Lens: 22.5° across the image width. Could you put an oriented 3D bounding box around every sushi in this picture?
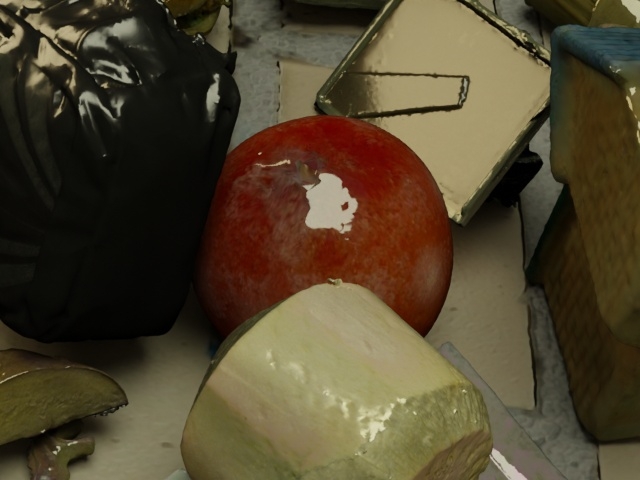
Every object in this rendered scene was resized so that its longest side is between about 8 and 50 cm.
[{"bbox_3d":[0.197,-0.087,1.783,0.056,0.084,0.083,-7,55,-19],"label":"sushi"}]

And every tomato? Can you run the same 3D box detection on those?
[{"bbox_3d":[0.000,0.000,1.574,0.265,0.265,0.265,6,52,-8],"label":"tomato"}]

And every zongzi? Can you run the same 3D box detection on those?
[{"bbox_3d":[0.406,-0.294,1.982,0.228,0.115,0.256,44,46,16],"label":"zongzi"}]

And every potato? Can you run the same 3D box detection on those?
[{"bbox_3d":[-0.277,0.128,1.491,0.172,0.089,0.100,-18,24,-21],"label":"potato"}]

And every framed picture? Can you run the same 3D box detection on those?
[{"bbox_3d":[0.127,-0.164,1.736,0.019,0.209,0.281,29,12,-48],"label":"framed picture"}]

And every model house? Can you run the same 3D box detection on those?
[{"bbox_3d":[0.385,-0.032,1.595,0.335,0.382,0.342,-1,55,-14],"label":"model house"}]

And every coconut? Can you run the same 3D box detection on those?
[{"bbox_3d":[0.004,0.159,1.389,0.244,0.239,0.239,38,55,26],"label":"coconut"}]

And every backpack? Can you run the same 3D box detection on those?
[{"bbox_3d":[-0.261,-0.122,1.554,0.255,0.363,0.445,-10,44,-40],"label":"backpack"}]

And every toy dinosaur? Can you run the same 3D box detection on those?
[{"bbox_3d":[-0.305,0.254,1.443,0.251,0.072,0.200,-25,51,-14],"label":"toy dinosaur"}]

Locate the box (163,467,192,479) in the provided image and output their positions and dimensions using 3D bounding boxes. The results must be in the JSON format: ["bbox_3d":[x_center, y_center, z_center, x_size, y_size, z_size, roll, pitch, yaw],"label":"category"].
[{"bbox_3d":[-0.158,0.364,1.350,0.200,0.106,0.299,40,55,18],"label":"box"}]

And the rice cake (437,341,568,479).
[{"bbox_3d":[0.176,0.236,1.556,0.106,0.050,0.298,-27,63,-29],"label":"rice cake"}]

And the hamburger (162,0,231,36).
[{"bbox_3d":[-0.216,-0.284,1.823,0.215,0.122,0.189,-27,56,-24],"label":"hamburger"}]

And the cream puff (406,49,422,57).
[{"bbox_3d":[0.141,-0.198,1.833,0.116,0.146,0.146,-39,68,-13],"label":"cream puff"}]

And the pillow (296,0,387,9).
[{"bbox_3d":[0.053,-0.406,1.973,0.255,0.119,0.322,3,50,-14],"label":"pillow"}]
